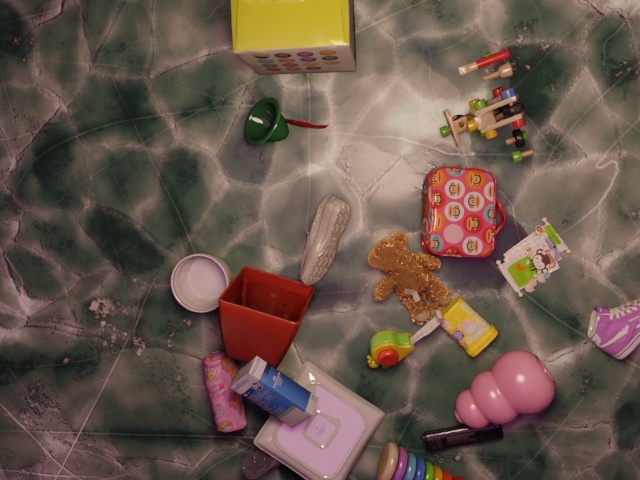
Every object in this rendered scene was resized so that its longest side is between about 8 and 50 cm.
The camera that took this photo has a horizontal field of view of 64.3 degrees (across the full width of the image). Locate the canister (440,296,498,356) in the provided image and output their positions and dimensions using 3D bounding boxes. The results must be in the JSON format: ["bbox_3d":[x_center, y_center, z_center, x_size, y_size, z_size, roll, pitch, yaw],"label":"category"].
[{"bbox_3d":[0.492,0.289,1.723,0.170,0.073,0.126,44,99,2],"label":"canister"}]

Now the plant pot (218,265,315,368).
[{"bbox_3d":[-0.191,0.275,1.726,0.267,0.267,0.236,16,113,5],"label":"plant pot"}]

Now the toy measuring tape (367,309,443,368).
[{"bbox_3d":[0.262,0.326,1.709,0.121,0.121,0.330,43,118,1],"label":"toy measuring tape"}]

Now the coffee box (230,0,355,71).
[{"bbox_3d":[-0.070,-0.712,1.546,0.337,0.334,0.338,-1,96,7],"label":"coffee box"}]

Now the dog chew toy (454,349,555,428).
[{"bbox_3d":[0.593,0.506,1.679,0.331,0.206,0.207,-37,91,18],"label":"dog chew toy"}]

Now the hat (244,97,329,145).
[{"bbox_3d":[-0.131,-0.372,1.751,0.208,0.183,0.173,26,93,46],"label":"hat"}]

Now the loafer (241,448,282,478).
[{"bbox_3d":[-0.141,0.764,1.856,0.302,0.095,0.109,-27,68,-5],"label":"loafer"}]

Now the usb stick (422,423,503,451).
[{"bbox_3d":[0.498,0.681,1.781,0.277,0.045,0.077,-14,101,8],"label":"usb stick"}]

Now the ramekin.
[{"bbox_3d":[-0.411,0.142,1.801,0.207,0.109,0.207,1,96,6],"label":"ramekin"}]

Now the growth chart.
[{"bbox_3d":[0.710,0.062,1.696,0.237,0.021,0.172,-43,91,10],"label":"growth chart"}]

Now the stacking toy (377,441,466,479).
[{"bbox_3d":[0.372,0.827,1.775,0.330,0.141,0.141,21,99,0],"label":"stacking toy"}]

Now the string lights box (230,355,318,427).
[{"bbox_3d":[-0.151,0.504,1.683,0.259,0.077,0.133,38,128,-12],"label":"string lights box"}]

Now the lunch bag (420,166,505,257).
[{"bbox_3d":[0.464,-0.089,1.642,0.258,0.120,0.293,4,88,-2],"label":"lunch bag"}]

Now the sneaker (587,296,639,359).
[{"bbox_3d":[0.985,0.234,1.642,0.161,0.102,0.282,36,99,5],"label":"sneaker"}]

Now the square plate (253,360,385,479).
[{"bbox_3d":[-0.003,0.664,1.793,0.344,0.049,0.347,34,82,3],"label":"square plate"}]

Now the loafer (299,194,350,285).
[{"bbox_3d":[0.000,0.000,1.746,0.111,0.112,0.320,32,102,39],"label":"loafer"}]

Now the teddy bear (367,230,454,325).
[{"bbox_3d":[0.298,0.127,1.724,0.338,0.113,0.245,33,107,-5],"label":"teddy bear"}]

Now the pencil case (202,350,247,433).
[{"bbox_3d":[-0.344,0.544,1.837,0.124,0.124,0.284,-11,96,8],"label":"pencil case"}]

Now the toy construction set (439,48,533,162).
[{"bbox_3d":[0.471,-0.400,1.544,0.237,0.257,0.309,-17,129,15],"label":"toy construction set"}]
